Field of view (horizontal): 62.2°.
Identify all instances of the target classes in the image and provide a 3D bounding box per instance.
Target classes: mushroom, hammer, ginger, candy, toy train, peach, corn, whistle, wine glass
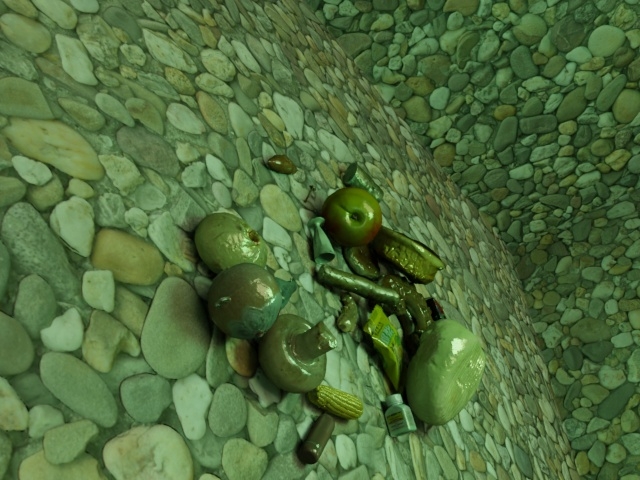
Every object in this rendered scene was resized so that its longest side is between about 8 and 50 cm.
[{"bbox_3d":[-0.048,0.273,1.331,0.204,0.204,0.204,39,34,-33],"label":"mushroom"},{"bbox_3d":[-0.041,-0.172,1.978,0.029,0.014,0.123,42,34,-12],"label":"hammer"},{"bbox_3d":[0.090,0.242,1.749,0.069,0.051,0.173,37,26,-15],"label":"ginger"},{"bbox_3d":[0.237,0.372,1.815,0.297,0.081,0.187,62,26,-12],"label":"candy"},{"bbox_3d":[0.522,0.433,2.216,0.089,0.086,0.409,16,50,-53],"label":"toy train"},{"bbox_3d":[0.111,-0.085,1.913,0.231,0.231,0.231,39,34,-33],"label":"peach"},{"bbox_3d":[0.045,0.443,1.454,0.206,0.067,0.067,33,37,-38],"label":"corn"},{"bbox_3d":[-0.149,0.151,1.318,0.189,0.189,0.348,65,22,12],"label":"whistle"},{"bbox_3d":[0.000,0.000,1.817,0.073,0.073,0.155,27,38,-45],"label":"wine glass"}]

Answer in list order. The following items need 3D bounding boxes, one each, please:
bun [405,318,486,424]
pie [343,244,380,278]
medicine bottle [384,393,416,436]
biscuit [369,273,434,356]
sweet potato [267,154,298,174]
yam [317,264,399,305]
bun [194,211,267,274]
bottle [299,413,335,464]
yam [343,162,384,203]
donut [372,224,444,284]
[{"bbox_3d":[0.413,0.443,1.823,0.361,0.213,0.361,-19,118,-42],"label":"bun"},{"bbox_3d":[0.156,0.063,2.028,0.195,0.046,0.195,41,29,-29],"label":"pie"},{"bbox_3d":[0.244,0.547,1.664,0.055,0.074,0.118,22,45,-47],"label":"medicine bottle"},{"bbox_3d":[0.325,0.274,2.025,0.366,0.115,0.268,53,28,-13],"label":"biscuit"},{"bbox_3d":[-0.126,-0.267,1.885,0.206,0.060,0.068,16,83,-65],"label":"sweet potato"},{"bbox_3d":[0.131,0.155,1.795,0.317,0.067,0.071,21,7,-24],"label":"yam"},{"bbox_3d":[-0.217,0.008,1.392,0.222,0.127,0.222,36,36,-32],"label":"bun"},{"bbox_3d":[-0.007,0.497,1.331,0.053,0.053,0.140,56,27,-5],"label":"bottle"},{"bbox_3d":[0.181,-0.239,2.306,0.194,0.107,0.107,44,31,-25],"label":"yam"},{"bbox_3d":[0.336,0.063,2.117,0.330,0.160,0.330,27,5,-2],"label":"donut"}]
